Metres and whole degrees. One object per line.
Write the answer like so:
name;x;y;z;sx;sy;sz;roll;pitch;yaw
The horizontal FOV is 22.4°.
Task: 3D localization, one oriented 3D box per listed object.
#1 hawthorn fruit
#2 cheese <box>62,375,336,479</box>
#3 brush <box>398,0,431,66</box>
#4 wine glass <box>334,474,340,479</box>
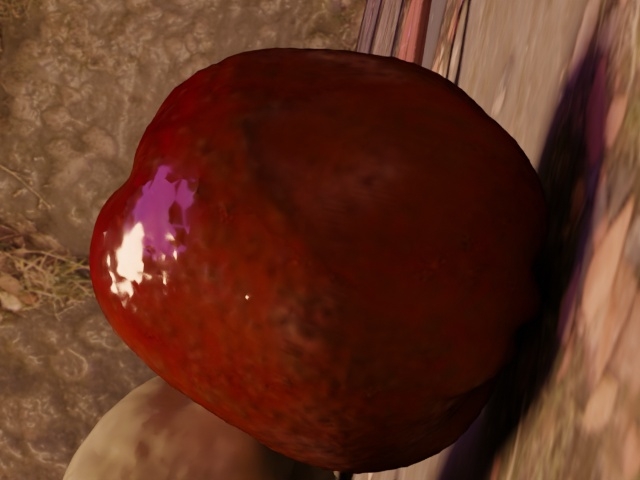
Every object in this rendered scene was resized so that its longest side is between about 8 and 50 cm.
hawthorn fruit;0.000;0.000;0.507;0.133;0.137;0.133;16;-90;-90
cheese;-0.039;0.171;0.601;0.159;0.093;0.263;-75;-16;-48
brush;0.043;-0.047;0.887;0.103;0.047;0.233;106;177;-59
wine glass;-0.032;0.176;0.818;0.183;0.122;0.122;121;162;-64
